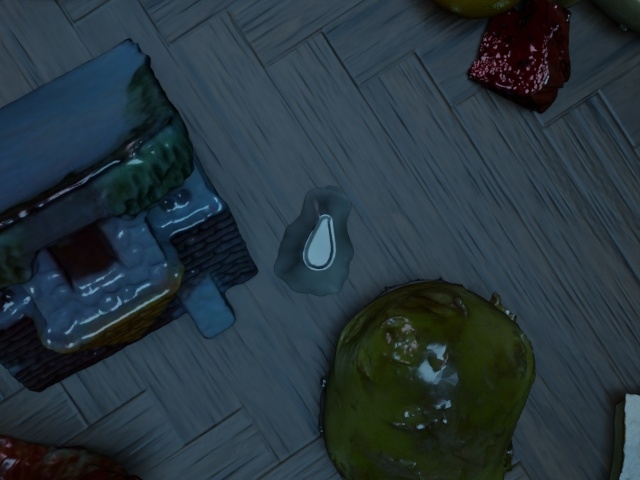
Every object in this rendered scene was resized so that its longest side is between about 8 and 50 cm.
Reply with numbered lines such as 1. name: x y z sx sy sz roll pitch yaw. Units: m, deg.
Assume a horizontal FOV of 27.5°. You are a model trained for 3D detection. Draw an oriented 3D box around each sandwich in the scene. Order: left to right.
1. sandwich: 0.461 0.247 1.617 0.193 0.058 0.162 5 89 -3

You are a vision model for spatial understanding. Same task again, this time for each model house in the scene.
1. model house: -0.266 0.030 1.467 0.360 0.297 0.339 -29 124 -5

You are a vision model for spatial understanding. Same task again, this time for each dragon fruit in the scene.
1. dragon fruit: 0.267 -0.257 1.604 0.092 0.122 0.192 16 84 -44

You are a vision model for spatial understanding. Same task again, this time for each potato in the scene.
1. potato: 0.125 0.197 1.521 0.247 0.196 0.299 0 92 -4

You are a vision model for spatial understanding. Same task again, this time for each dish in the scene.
1. dish: 0.000 0.000 1.582 0.091 0.039 0.137 14 90 -5

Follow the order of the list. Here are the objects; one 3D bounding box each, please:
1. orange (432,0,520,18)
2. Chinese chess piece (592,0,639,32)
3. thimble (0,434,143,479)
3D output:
1. orange: 0.186 -0.342 1.547 0.156 0.124 0.156 -1 83 12
2. Chinese chess piece: 0.433 -0.379 1.590 0.273 0.102 0.273 0 89 -5
3. thimble: -0.366 0.339 1.404 0.350 0.350 0.230 13 89 -5
